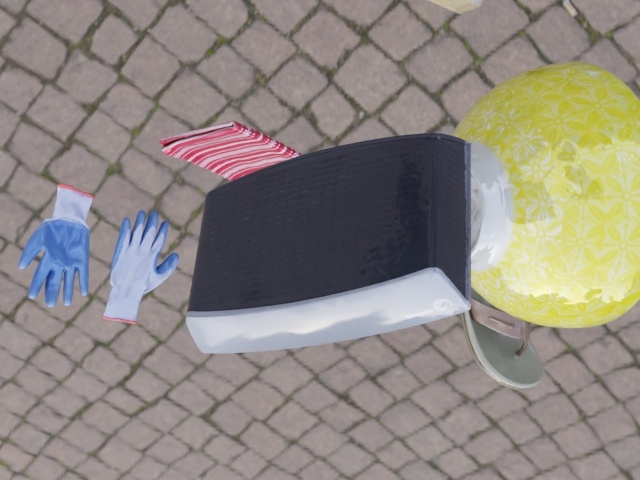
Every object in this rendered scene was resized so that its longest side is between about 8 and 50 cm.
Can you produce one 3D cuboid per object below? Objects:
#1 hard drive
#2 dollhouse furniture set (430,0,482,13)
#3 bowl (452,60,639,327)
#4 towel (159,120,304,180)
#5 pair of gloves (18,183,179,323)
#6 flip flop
[{"bbox_3d":[0.000,0.000,0.768,0.254,0.172,0.054,-12,147,29],"label":"hard drive"},{"bbox_3d":[0.057,-0.300,0.924,0.182,0.161,0.101,17,86,-23],"label":"dollhouse furniture set"},{"bbox_3d":[0.202,-0.040,0.963,0.156,0.289,0.289,-7,131,-25],"label":"bowl"},{"bbox_3d":[-0.121,-0.138,1.623,0.198,0.031,0.275,-7,160,39],"label":"towel"},{"bbox_3d":[-0.283,0.022,1.194,0.198,0.159,0.023,18,171,-24],"label":"pair of gloves"},{"bbox_3d":[0.273,0.099,1.402,0.080,0.112,0.277,-19,91,55],"label":"flip flop"}]
